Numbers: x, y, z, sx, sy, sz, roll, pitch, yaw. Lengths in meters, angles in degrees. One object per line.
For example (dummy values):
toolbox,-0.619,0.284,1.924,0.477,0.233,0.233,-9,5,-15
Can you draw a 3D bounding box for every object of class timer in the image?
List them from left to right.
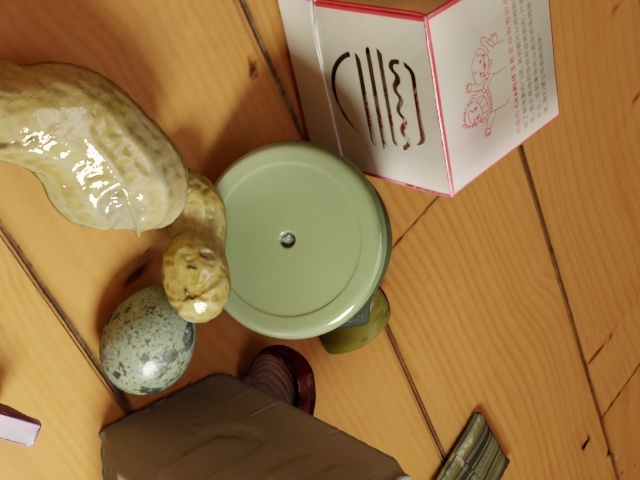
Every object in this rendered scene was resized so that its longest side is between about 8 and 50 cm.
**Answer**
timer,0.000,0.000,1.831,0.315,0.291,0.290,1,104,-71

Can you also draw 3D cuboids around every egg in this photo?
egg,-0.244,0.140,1.678,0.132,0.132,0.172,55,49,-42

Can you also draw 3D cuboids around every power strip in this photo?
power strip,-0.479,0.205,1.464,0.279,0.109,0.037,30,79,-48

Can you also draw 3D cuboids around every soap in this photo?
soap,-0.112,0.396,1.693,0.350,0.435,0.213,-23,120,-37

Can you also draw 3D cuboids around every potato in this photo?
potato,0.050,0.125,2.028,0.120,0.081,0.149,-53,136,-22

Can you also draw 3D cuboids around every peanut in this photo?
peanut,-0.303,-0.124,1.508,0.174,0.158,0.340,-35,130,5
peanut,-0.178,0.006,1.656,0.098,0.103,0.229,-1,65,-12

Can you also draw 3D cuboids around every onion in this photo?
onion,-0.053,0.267,1.931,0.098,0.151,0.206,-28,141,-55

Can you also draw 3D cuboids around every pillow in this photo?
pillow,0.320,0.499,2.475,0.208,0.052,0.212,-55,137,-23

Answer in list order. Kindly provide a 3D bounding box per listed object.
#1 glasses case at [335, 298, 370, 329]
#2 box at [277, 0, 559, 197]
glasses case,-0.006,0.111,1.945,0.184,0.039,0.077,-7,110,-23
box,0.163,-0.288,1.831,0.312,0.300,0.314,-36,128,-34
